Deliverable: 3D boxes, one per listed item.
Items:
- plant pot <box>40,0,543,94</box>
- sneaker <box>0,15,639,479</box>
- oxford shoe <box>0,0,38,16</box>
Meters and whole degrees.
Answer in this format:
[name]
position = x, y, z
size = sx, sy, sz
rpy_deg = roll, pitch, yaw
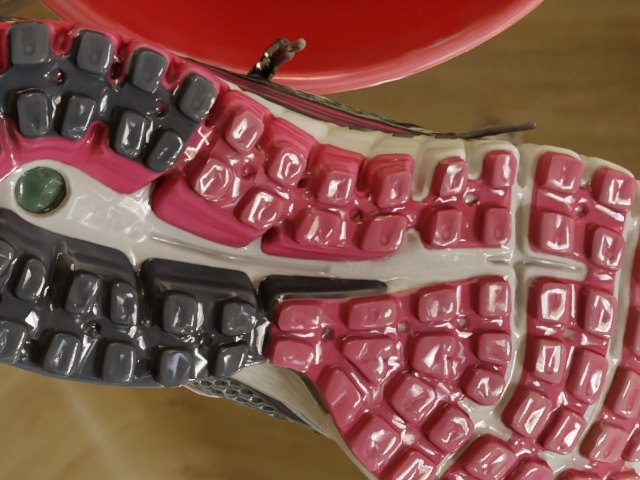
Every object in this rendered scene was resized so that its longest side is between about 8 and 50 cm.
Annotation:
[plant pot]
position = -0.014, -0.225, 0.763
size = 0.275, 0.275, 0.243
rpy_deg = 60, 7, -26
[sneaker]
position = 0.000, 0.000, 0.573
size = 0.299, 0.121, 0.112
rpy_deg = 23, 5, -24
[oxford shoe]
position = -0.170, -0.101, 0.682
size = 0.212, 0.076, 0.076
rpy_deg = 9, -63, 54
